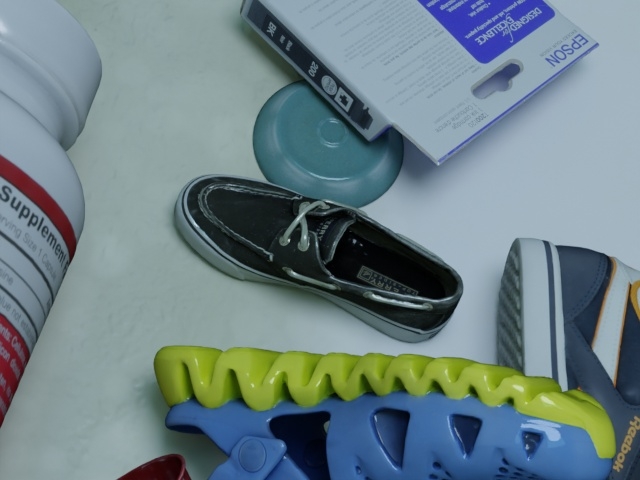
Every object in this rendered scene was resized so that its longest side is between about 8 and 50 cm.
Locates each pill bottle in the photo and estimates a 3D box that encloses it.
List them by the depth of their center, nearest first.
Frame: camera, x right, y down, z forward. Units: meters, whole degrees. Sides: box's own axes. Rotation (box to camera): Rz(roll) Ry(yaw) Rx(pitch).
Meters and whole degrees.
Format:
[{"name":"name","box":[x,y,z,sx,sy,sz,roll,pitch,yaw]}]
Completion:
[{"name":"pill bottle","box":[-0.284,0.029,0.792,0.229,0.229,0.407,18,64,-1]}]

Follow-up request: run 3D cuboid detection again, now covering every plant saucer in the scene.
[{"name":"plant saucer","box":[0.008,-0.080,1.004,0.119,0.021,0.119,4,65,-8]}]

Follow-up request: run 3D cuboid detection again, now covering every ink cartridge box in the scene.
[{"name":"ink cartridge box","box":[0.081,-0.167,1.030,0.206,0.045,0.208,-36,73,-30]}]

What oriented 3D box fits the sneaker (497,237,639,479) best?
[{"name":"sneaker","box":[0.184,0.149,0.872,0.128,0.126,0.321,8,65,-3]}]

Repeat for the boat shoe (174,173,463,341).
[{"name":"boat shoe","box":[0.000,0.000,0.939,0.219,0.070,0.077,22,64,1]}]

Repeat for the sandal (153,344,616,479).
[{"name":"sandal","box":[0.031,0.137,0.811,0.317,0.126,0.138,-3,77,35]}]

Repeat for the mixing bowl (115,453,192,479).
[{"name":"mixing bowl","box":[-0.123,0.223,0.777,0.181,0.181,0.098,-42,100,-23]}]
